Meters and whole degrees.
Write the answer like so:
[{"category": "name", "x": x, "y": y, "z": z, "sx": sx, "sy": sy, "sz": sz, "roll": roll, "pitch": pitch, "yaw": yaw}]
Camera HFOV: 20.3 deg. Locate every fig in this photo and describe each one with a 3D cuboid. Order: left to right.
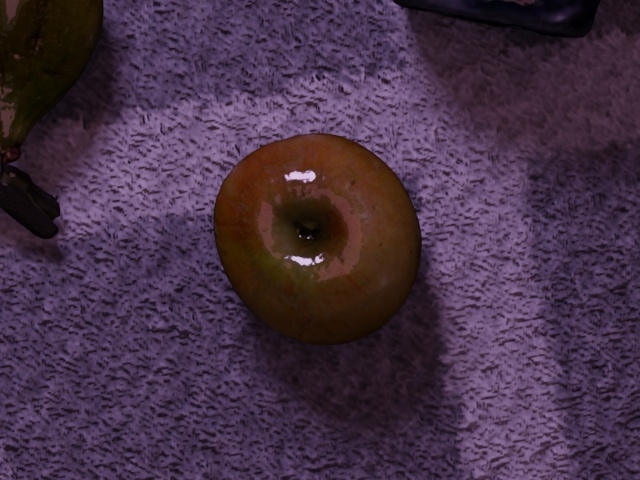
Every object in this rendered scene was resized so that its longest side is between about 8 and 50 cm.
[{"category": "fig", "x": -0.263, "y": -0.166, "z": 1.508, "sx": 0.133, "sy": 0.127, "sz": 0.184, "roll": 22, "pitch": 93, "yaw": -45}]

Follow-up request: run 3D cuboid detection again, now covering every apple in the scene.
[{"category": "apple", "x": 0.000, "y": 0.000, "z": 1.514, "sx": 0.183, "sy": 0.155, "sz": 0.182, "roll": 0, "pitch": 88, "yaw": 9}]

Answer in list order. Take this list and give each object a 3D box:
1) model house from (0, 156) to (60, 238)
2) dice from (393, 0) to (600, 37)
[{"category": "model house", "x": -0.374, "y": -0.044, "z": 1.502, "sx": 0.279, "sy": 0.218, "sz": 0.204, "roll": 40, "pitch": 41, "yaw": -33}, {"category": "dice", "x": 0.157, "y": -0.272, "z": 1.507, "sx": 0.183, "sy": 0.181, "sz": 0.182, "roll": 11, "pitch": 98, "yaw": 1}]
